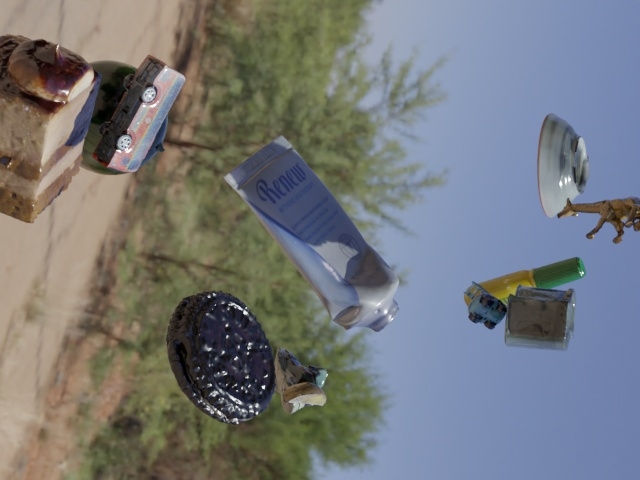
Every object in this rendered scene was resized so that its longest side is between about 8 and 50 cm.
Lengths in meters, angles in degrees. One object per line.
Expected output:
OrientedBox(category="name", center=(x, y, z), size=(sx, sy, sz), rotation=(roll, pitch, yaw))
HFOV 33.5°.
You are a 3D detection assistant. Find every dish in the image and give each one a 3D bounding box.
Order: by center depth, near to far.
OrientedBox(category="dish", center=(0.608, -0.186, 2.621), size=(0.260, 0.085, 0.260), rotation=(2, 90, -64))

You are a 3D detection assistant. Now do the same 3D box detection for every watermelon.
OrientedBox(category="watermelon", center=(-0.439, -0.255, 2.220), size=(0.242, 0.242, 0.242), rotation=(-166, -90, -87))

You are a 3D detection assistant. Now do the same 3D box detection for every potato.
OrientedBox(category="potato", center=(-0.022, 0.251, 1.774), size=(0.036, 0.093, 0.037), rotation=(-39, -123, 29))

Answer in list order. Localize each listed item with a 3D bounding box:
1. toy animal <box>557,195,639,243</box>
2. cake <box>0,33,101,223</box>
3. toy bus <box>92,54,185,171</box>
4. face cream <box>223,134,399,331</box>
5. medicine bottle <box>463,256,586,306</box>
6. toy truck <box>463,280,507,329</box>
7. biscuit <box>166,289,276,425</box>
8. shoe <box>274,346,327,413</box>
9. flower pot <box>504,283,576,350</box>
OrientedBox(category="toy animal", center=(0.595, -0.056, 2.216), size=(0.054, 0.149, 0.275), rotation=(59, 3, -18))
OrientedBox(category="cake", center=(-0.485, -0.206, 1.704), size=(0.293, 0.199, 0.196), rotation=(-66, 175, 37))
OrientedBox(category="toy bus", center=(-0.294, -0.202, 1.721), size=(0.065, 0.077, 0.192), rotation=(35, -82, 42))
OrientedBox(category="face cream", center=(0.000, 0.000, 2.047), size=(0.137, 0.420, 0.235), rotation=(-36, -175, 38))
OrientedBox(category="medicine bottle", center=(0.439, 0.095, 2.277), size=(0.095, 0.261, 0.064), rotation=(28, 49, -56))
OrientedBox(category="toy truck", center=(0.299, 0.115, 1.956), size=(0.056, 0.073, 0.090), rotation=(-55, -155, 18))
OrientedBox(category="biscuit", center=(-0.132, 0.158, 1.445), size=(0.053, 0.194, 0.194), rotation=(-25, -147, 28))
OrientedBox(category="shoe", center=(-0.033, 0.263, 2.010), size=(0.169, 0.099, 0.071), rotation=(-116, -153, -58))
OrientedBox(category="flower pot", center=(0.400, 0.139, 1.920), size=(0.229, 0.108, 0.103), rotation=(-13, 106, -73))
